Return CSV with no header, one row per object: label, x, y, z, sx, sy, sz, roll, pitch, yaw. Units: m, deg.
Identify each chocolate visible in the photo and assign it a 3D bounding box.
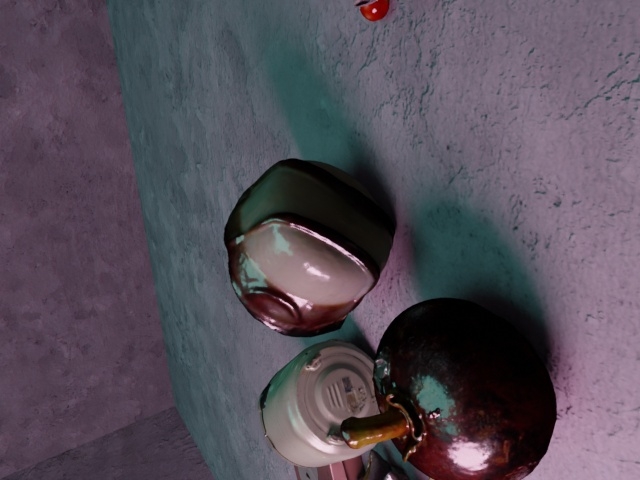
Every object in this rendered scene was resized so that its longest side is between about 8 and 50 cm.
chocolate,0.000,0.000,0.777,0.186,0.284,0.283,-34,74,40

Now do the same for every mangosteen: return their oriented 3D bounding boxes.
mangosteen,0.144,0.195,0.598,0.235,0.262,0.235,34,132,50

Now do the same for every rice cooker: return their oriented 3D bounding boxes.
rice cooker,0.005,0.319,0.945,0.226,0.226,0.244,61,146,20

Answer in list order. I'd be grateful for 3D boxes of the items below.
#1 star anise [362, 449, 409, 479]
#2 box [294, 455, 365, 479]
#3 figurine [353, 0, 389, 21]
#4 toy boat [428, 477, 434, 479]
star anise,0.132,0.566,0.901,0.332,0.118,0.331,177,90,-81
box,0.023,0.563,1.149,0.215,0.086,0.215,-1,104,59
figurine,0.021,-0.423,0.601,0.186,0.176,0.287,1,113,54
toy boat,0.228,0.408,0.762,0.116,0.061,0.188,42,137,40
